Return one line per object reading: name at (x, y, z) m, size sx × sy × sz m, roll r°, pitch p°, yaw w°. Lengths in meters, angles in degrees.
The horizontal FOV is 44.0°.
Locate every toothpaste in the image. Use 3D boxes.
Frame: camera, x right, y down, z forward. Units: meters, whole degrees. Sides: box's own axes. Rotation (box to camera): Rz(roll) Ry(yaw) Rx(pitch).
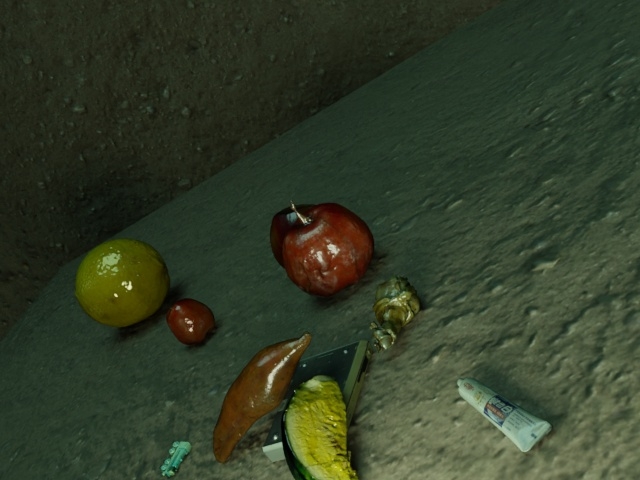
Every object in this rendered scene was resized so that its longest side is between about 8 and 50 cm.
toothpaste at (0.286, 0.273, 1.287) m, size 0.060 × 0.038 × 0.233 m, roll -43°, pitch 24°, yaw -7°

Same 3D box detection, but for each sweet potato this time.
sweet potato at (-0.130, 0.314, 1.665) m, size 0.359 × 0.112 × 0.112 m, roll -51°, pitch 15°, yaw 20°

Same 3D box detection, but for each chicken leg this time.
chicken leg at (0.158, 0.151, 1.688) m, size 0.103 × 0.088 × 0.227 m, roll -15°, pitch 23°, yaw 18°

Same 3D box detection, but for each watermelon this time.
watermelon at (-0.005, 0.364, 1.438) m, size 0.129 × 0.123 × 0.301 m, roll -9°, pitch 36°, yaw 0°

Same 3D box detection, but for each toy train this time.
toy train at (-0.332, 0.501, 1.815) m, size 0.045 × 0.029 × 0.092 m, roll -5°, pitch 38°, yaw 28°

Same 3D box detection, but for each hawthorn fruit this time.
hawthorn fruit at (-0.385, 0.232, 2.328) m, size 0.133 × 0.138 × 0.132 m, roll -35°, pitch 21°, yaw 15°
hawthorn fruit at (0.000, 0.000, 2.009) m, size 0.242 × 0.271 × 0.241 m, roll -23°, pitch 29°, yaw 14°

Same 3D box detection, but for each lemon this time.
lemon at (-0.693, 0.146, 2.771) m, size 0.336 × 0.336 × 0.336 m, roll -32°, pitch 21°, yaw 14°

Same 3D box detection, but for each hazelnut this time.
hazelnut at (-0.048, 0.001, 2.247) m, size 0.208 × 0.208 × 0.208 m, roll -32°, pitch 21°, yaw 14°

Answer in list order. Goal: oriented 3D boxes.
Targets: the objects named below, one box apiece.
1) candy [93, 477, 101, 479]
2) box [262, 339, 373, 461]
candy at (-0.600, 0.625, 1.964) m, size 0.175 × 0.043 × 0.045 m, roll -27°, pitch 24°, yaw 35°
box at (-0.006, 0.325, 1.636) m, size 0.211 × 0.045 × 0.270 m, roll -22°, pitch 25°, yaw 31°
